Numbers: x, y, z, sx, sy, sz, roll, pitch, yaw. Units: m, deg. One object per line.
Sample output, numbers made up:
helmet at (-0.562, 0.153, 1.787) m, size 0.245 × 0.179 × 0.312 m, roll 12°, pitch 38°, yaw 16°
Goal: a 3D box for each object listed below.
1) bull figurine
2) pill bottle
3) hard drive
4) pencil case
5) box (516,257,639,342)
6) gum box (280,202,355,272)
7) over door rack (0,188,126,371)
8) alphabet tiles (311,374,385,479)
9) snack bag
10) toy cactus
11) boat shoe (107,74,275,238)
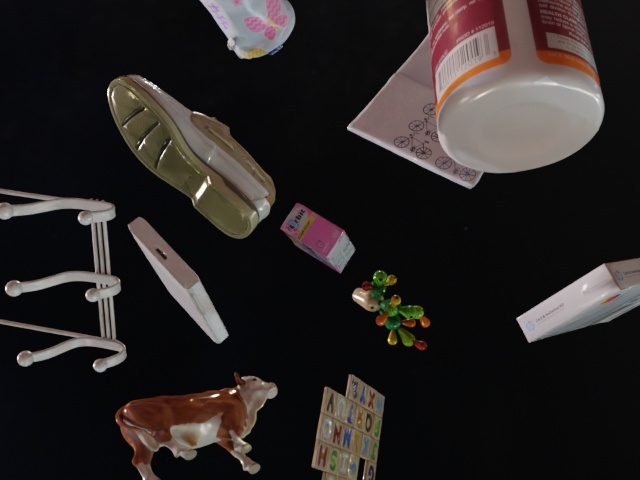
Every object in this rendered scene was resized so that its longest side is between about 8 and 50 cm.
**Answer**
bull figurine at (-0.208, 0.336, 1.179) m, size 0.310 × 0.101 × 0.188 m, roll -2°, pitch -150°, yaw -30°
pill bottle at (0.273, -0.320, 0.969) m, size 0.224 × 0.224 × 0.392 m, roll 5°, pitch -117°, yaw -7°
hard drive at (-0.300, 0.095, 1.401) m, size 0.040 × 0.307 × 0.203 m, roll -40°, pitch -113°, yaw -17°
pencil case at (-0.156, -0.411, 1.012) m, size 0.124 × 0.273 × 0.113 m, roll -27°, pitch -133°, yaw 19°
box at (0.361, 0.071, 0.818) m, size 0.186 × 0.145 × 0.038 m, roll -6°, pitch -118°, yaw -36°
gum box at (0.000, 0.000, 1.280) m, size 0.107 × 0.188 × 0.062 m, roll 31°, pitch -96°, yaw 15°
over door rack at (-0.428, 0.042, 0.916) m, size 0.324 × 0.239 × 0.108 m, roll 13°, pitch -157°, yaw 23°
alphabet tiles at (0.049, 0.323, 1.047) m, size 0.009 × 0.237 × 0.198 m, roll -2°, pitch -116°, yaw 27°
snack bag at (0.276, -0.294, 1.350) m, size 0.323 × 0.037 × 0.342 m, roll 32°, pitch -106°, yaw 30°
toy cactus at (0.137, 0.151, 1.412) m, size 0.180 × 0.219 × 0.112 m, roll 17°, pitch -118°, yaw 50°
boat shoe at (-0.196, -0.141, 1.007) m, size 0.302 × 0.113 × 0.103 m, roll 48°, pitch -132°, yaw -11°
